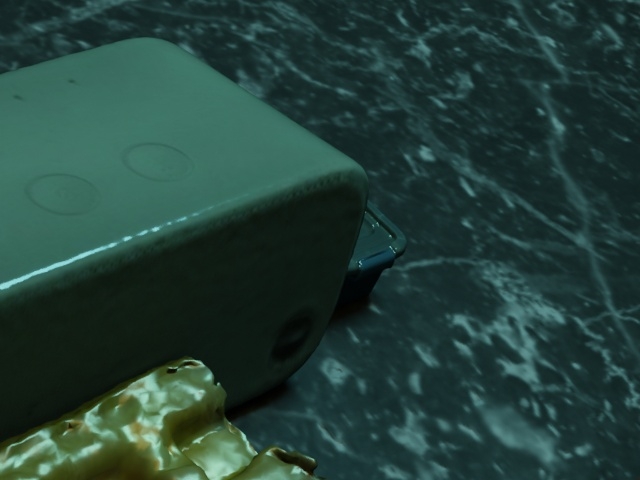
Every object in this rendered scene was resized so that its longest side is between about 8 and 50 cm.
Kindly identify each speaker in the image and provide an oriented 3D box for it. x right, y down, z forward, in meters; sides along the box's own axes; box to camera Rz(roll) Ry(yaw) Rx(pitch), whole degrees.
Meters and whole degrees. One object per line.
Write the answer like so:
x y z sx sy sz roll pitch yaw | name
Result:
-0.180 0.023 1.079 0.406 0.183 0.184 -22 51 -41 | speaker

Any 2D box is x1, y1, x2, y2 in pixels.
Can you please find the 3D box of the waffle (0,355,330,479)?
-0.070 0.231 0.945 0.304 0.077 0.348 -24 64 -41 | waffle

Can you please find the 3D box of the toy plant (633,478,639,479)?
0.173 0.271 0.878 0.400 0.279 0.185 7 31 -49 | toy plant

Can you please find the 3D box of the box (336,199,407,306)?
0.000 0.000 1.290 0.074 0.054 0.099 -19 54 -42 | box
